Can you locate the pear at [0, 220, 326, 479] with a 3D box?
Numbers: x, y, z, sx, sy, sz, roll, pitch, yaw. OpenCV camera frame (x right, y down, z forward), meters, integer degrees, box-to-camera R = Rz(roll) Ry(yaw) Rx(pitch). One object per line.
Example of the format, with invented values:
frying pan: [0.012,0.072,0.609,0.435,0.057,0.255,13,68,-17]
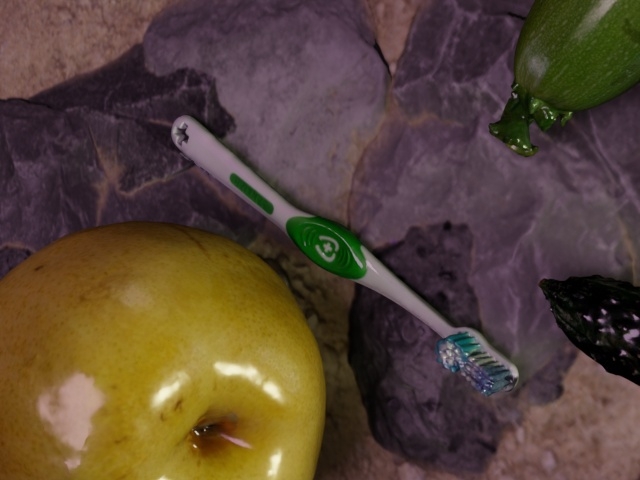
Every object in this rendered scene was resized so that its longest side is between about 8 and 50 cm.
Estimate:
pear: [-0.145,0.131,0.879,0.314,0.314,0.314,5,98,39]

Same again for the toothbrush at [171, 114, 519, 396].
toothbrush: [0.003,0.000,0.913,0.418,0.040,0.042,39,119,34]

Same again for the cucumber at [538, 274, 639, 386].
cucumber: [0.269,0.083,0.683,0.300,0.072,0.072,20,107,37]

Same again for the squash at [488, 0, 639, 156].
squash: [0.226,-0.202,0.666,0.101,0.101,0.378,49,120,24]
